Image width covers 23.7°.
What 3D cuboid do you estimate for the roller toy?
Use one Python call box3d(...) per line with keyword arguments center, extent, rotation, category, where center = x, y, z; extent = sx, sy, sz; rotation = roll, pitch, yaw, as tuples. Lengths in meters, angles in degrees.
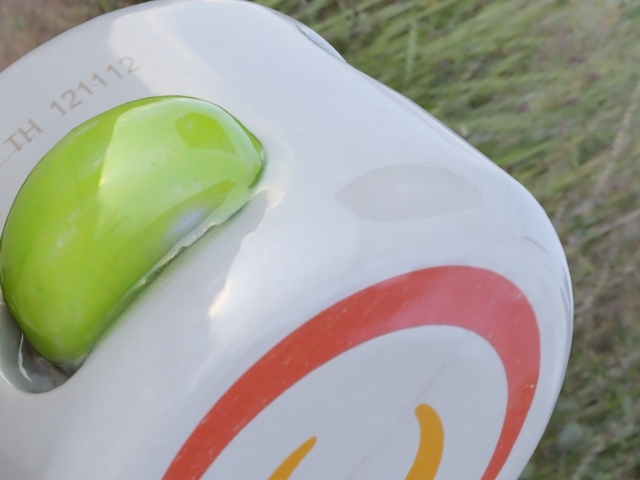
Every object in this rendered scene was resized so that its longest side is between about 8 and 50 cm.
box3d(center=(-0.035, 0.033, 0.469), extent=(0.146, 0.191, 0.209), rotation=(42, -53, 38), category="roller toy")
